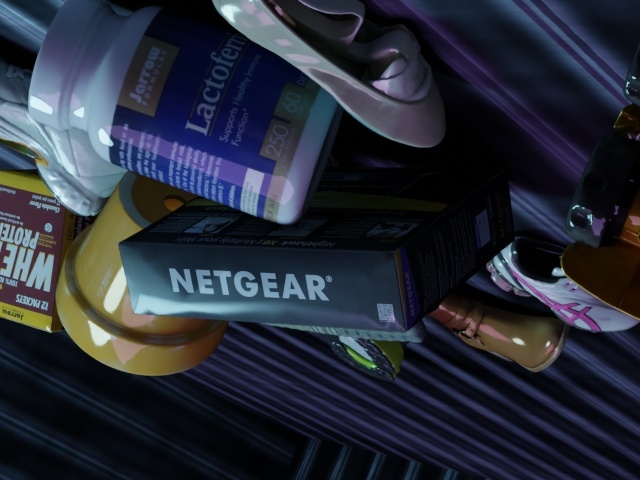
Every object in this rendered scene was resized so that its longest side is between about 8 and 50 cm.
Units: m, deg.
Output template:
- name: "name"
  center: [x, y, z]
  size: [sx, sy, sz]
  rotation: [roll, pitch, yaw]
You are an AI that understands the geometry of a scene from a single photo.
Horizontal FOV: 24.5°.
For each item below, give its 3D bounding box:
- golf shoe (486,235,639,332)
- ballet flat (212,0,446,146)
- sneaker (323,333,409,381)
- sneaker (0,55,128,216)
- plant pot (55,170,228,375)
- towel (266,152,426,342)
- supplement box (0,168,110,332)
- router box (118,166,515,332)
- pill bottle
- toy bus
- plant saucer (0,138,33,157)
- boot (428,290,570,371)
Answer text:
- name: "golf shoe"
  center: [0.276, 0.050, 1.628]
  size: [0.186, 0.067, 0.086]
  rotation: [22, 165, -5]
- name: "ballet flat"
  center: [0.026, -0.156, 1.191]
  size: [0.248, 0.086, 0.086]
  rotation: [29, 164, -27]
- name: "sneaker"
  center: [0.030, 0.045, 1.893]
  size: [0.111, 0.121, 0.300]
  rotation: [3, 139, 41]
- name: "sneaker"
  center: [-0.305, -0.155, 1.670]
  size: [0.262, 0.121, 0.099]
  rotation: [45, -158, -23]
- name: "plant pot"
  center: [-0.183, 0.016, 1.670]
  size: [0.205, 0.205, 0.188]
  rotation: [21, 134, -3]
- name: "towel"
  center: [-0.054, -0.005, 1.750]
  size: [0.324, 0.056, 0.312]
  rotation: [5, 141, 37]
- name: "supplement box"
  center: [-0.333, 0.006, 1.953]
  size: [0.129, 0.191, 0.194]
  rotation: [13, -170, 28]
- name: "router box"
  center: [0.000, 0.000, 1.436]
  size: [0.308, 0.081, 0.243]
  rotation: [2, -159, 32]
- name: "pill bottle"
  center: [-0.119, -0.124, 1.345]
  size: [0.264, 0.153, 0.153]
  rotation: [19, 166, 3]
- name: "toy bus"
  center: [0.276, -0.065, 1.012]
  size: [0.149, 0.220, 0.211]
  rotation: [24, -160, 13]
- name: "plant saucer"
  center: [-0.358, -0.148, 1.845]
  size: [0.241, 0.037, 0.241]
  rotation: [20, 167, 5]
- name: "boot"
  center: [0.223, 0.109, 1.932]
  size: [0.152, 0.073, 0.197]
  rotation: [29, 162, -17]
